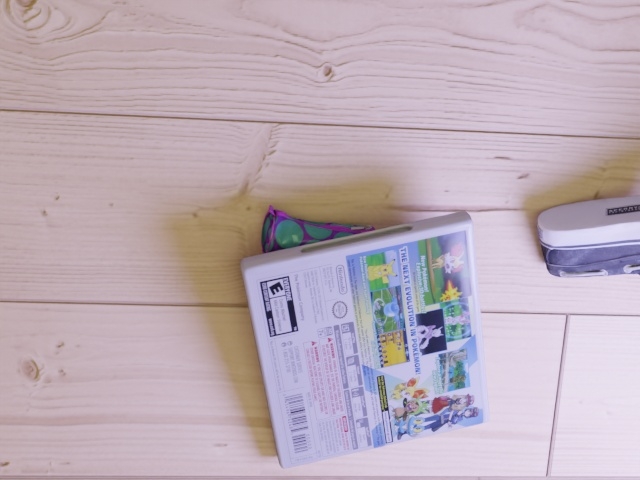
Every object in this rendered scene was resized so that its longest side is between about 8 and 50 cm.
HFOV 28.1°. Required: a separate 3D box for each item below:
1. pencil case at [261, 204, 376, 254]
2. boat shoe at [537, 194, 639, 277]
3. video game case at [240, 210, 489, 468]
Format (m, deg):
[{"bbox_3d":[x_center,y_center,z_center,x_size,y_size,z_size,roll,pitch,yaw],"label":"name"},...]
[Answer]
[{"bbox_3d":[0.000,0.000,1.660,0.151,0.064,0.070,8,120,-11],"label":"pencil case"},{"bbox_3d":[0.438,0.004,1.672,0.301,0.108,0.102,-5,118,18],"label":"boat shoe"},{"bbox_3d":[0.066,0.137,1.686,0.299,0.036,0.329,-12,120,-5],"label":"video game case"}]
